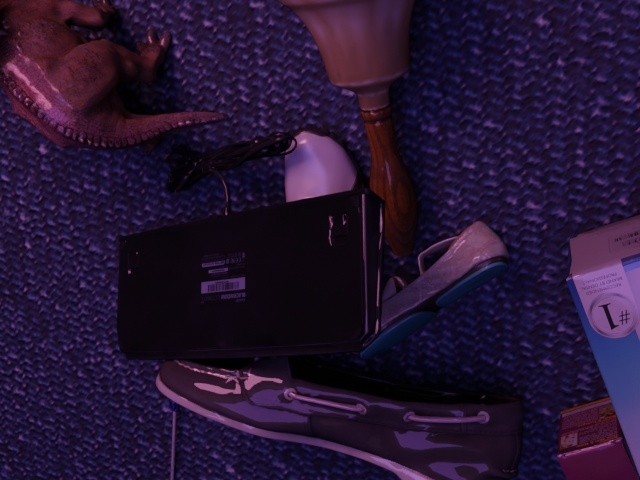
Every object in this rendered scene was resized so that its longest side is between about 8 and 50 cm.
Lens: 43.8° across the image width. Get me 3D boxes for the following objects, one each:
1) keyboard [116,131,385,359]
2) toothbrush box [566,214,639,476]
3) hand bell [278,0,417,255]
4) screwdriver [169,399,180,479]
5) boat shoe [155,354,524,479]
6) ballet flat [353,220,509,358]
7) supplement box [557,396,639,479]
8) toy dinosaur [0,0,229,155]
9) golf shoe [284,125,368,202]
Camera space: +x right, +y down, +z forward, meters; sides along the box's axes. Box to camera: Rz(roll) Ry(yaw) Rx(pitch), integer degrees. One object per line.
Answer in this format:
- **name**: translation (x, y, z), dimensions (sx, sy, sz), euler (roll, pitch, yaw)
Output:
- **keyboard**: translation (-0.075, 0.001, 0.691), dimensions (0.317, 0.033, 0.202), euler (-8, 78, 40)
- **toothbrush box**: translation (0.336, 0.113, 0.593), dimensions (0.216, 0.126, 0.296), euler (-19, 99, 22)
- **hand bell**: translation (0.049, -0.099, 0.663), dimensions (0.126, 0.126, 0.242), euler (-4, 116, 19)
- **screwdriver**: translation (-0.151, 0.190, 0.834), dimensions (0.025, 0.024, 0.170), euler (20, 114, 43)
- **boat shoe**: translation (0.018, 0.139, 0.724), dimensions (0.335, 0.112, 0.096), euler (17, 96, 9)
- **ballet flat**: translation (0.090, 0.043, 0.705), dimensions (0.168, 0.057, 0.052), euler (-36, 63, 20)
- **supplement box**: translation (0.232, 0.171, 0.665), dimensions (0.055, 0.083, 0.043), euler (-23, 96, 24)
- **toy dinosaur**: translation (-0.236, -0.142, 0.677), dimensions (0.295, 0.200, 0.127), euler (35, 112, 7)
- **golf shoe**: translation (0.000, 0.000, 0.694), dimensions (0.077, 0.094, 0.198), euler (-6, 101, 21)
